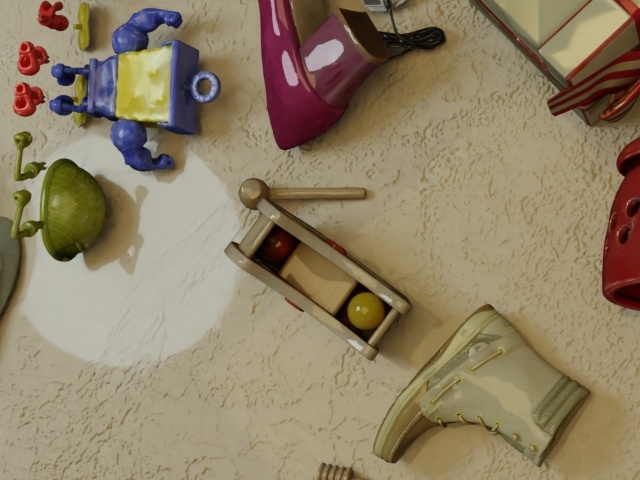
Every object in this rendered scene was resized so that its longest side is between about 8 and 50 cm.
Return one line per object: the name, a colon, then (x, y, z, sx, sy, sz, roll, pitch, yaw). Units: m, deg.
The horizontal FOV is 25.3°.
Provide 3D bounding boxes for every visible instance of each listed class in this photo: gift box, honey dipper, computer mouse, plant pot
gift box: (0.285, -0.280, 1.523, 0.255, 0.276, 0.258, -45, 73, 11)
honey dipper: (0.075, 0.280, 1.622, 0.160, 0.030, 0.030, 7, 84, 15)
computer mouse: (0.079, -0.311, 1.708, 0.106, 0.042, 0.193, -14, 83, 19)
plant pot: (0.390, -0.020, 1.491, 0.191, 0.191, 0.174, -2, 76, 16)

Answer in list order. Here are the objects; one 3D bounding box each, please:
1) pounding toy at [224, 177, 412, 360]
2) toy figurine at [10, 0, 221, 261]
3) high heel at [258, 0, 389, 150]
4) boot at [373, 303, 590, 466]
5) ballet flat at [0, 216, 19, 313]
pounding toy: (0.000, 0.000, 1.622, 0.269, 0.154, 0.155, 37, 93, 18)
toy figurine: (-0.230, -0.159, 1.706, 0.217, 0.191, 0.363, 0, 83, 12)
high heel: (-0.066, -0.298, 1.719, 0.181, 0.127, 0.377, -42, 58, 31)
boot: (0.176, 0.199, 1.580, 0.165, 0.077, 0.213, 41, 91, 16)
ballet flat: (-0.431, 0.071, 1.785, 0.072, 0.068, 0.213, 13, 85, 18)
